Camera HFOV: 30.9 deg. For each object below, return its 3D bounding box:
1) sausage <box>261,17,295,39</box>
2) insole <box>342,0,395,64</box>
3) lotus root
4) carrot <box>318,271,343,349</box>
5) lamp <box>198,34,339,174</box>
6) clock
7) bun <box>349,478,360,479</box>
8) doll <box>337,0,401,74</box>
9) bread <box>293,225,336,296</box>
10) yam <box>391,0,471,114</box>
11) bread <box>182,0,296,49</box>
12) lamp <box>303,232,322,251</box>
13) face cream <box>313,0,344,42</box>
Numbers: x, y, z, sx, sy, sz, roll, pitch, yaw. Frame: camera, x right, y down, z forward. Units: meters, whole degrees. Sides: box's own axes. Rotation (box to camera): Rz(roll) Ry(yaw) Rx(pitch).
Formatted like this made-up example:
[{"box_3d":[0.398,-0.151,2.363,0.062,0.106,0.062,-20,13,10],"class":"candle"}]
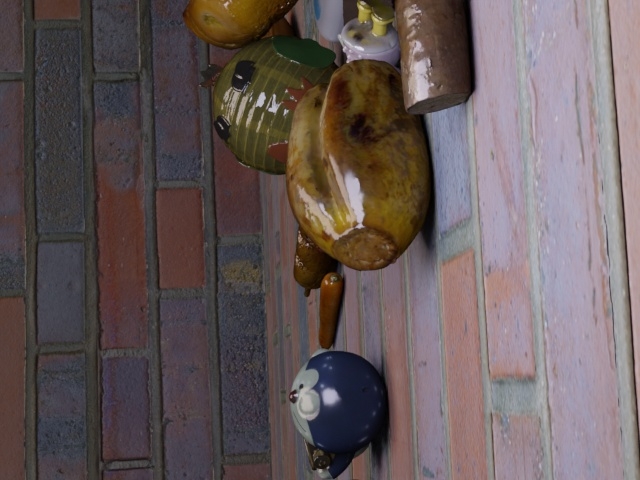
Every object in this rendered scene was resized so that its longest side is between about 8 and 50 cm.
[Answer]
[{"box_3d":[-0.109,-0.452,2.761,0.354,0.116,0.134,-97,-5,-53],"class":"sausage"},{"box_3d":[0.066,-0.331,1.654,0.111,0.007,0.327,41,147,30],"class":"insole"},{"box_3d":[0.043,-0.091,1.458,0.193,0.193,0.291,99,166,-54],"class":"lotus root"},{"box_3d":[0.017,0.140,2.209,0.248,0.043,0.043,95,170,-52],"class":"carrot"},{"box_3d":[-0.091,-0.251,2.030,0.250,0.284,0.250,-58,-14,-24],"class":"lamp"},{"box_3d":[0.024,0.259,1.794,0.243,0.147,0.199,97,164,-69],"class":"clock"},{"box_3d":[0.063,0.430,1.893,0.083,0.045,0.083,176,90,-84],"class":"bun"},{"box_3d":[0.068,-0.240,1.593,0.129,0.081,0.207,44,152,30],"class":"doll"},{"box_3d":[-0.002,0.000,2.165,0.344,0.084,0.124,97,-169,-51],"class":"bread"},{"box_3d":[0.121,-0.204,1.228,0.084,0.084,0.127,129,135,-78],"class":"yam"},{"box_3d":[-0.086,-0.471,2.029,0.337,0.148,0.328,-49,12,-4],"class":"bread"},{"box_3d":[0.015,-0.027,1.979,0.107,0.092,0.107,35,144,30],"class":"lamp"},{"box_3d":[0.044,-0.442,1.719,0.336,0.080,0.163,106,168,-67],"class":"face cream"}]
